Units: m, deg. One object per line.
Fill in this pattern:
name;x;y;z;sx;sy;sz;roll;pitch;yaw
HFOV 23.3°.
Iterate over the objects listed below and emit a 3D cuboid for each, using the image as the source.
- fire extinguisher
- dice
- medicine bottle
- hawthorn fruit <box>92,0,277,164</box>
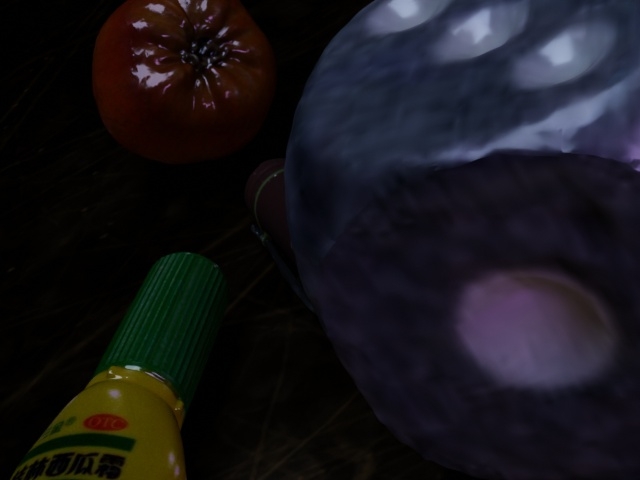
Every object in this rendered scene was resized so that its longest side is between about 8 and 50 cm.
fire extinguisher;0.000;0.000;0.850;0.064;0.043;0.158;-58;29;9
dice;0.102;-0.018;0.652;0.182;0.181;0.183;-12;35;25
medicine bottle;-0.099;0.101;0.755;0.095;0.064;0.260;-13;32;25
hawthorn fruit;-0.097;-0.111;1.024;0.125;0.125;0.140;-39;33;-19
